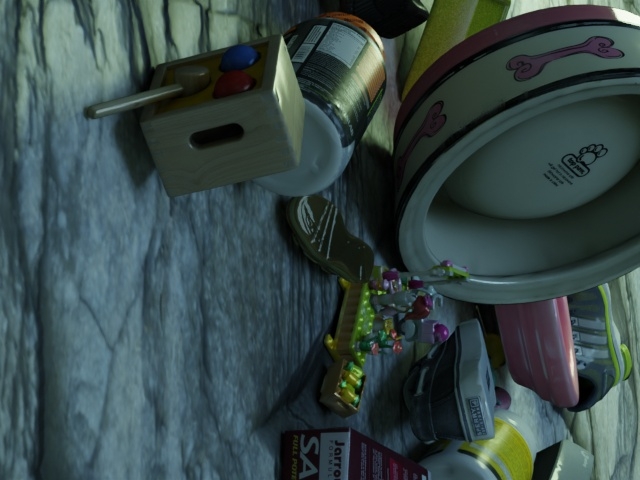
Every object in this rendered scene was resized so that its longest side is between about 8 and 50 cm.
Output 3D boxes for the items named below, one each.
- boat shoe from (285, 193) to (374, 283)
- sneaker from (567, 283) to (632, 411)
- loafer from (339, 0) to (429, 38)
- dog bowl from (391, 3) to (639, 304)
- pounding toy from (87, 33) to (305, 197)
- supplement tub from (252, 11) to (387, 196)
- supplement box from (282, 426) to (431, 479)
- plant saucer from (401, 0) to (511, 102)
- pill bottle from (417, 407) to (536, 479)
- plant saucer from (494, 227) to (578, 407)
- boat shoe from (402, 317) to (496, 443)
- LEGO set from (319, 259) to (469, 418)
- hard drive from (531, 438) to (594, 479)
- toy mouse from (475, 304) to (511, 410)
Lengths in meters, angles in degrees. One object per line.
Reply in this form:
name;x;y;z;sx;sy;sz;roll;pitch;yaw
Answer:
boat shoe;0.001;-0.002;1.570;0.153;0.048;0.056;39;62;-52
sneaker;0.381;0.136;2.375;0.121;0.111;0.300;-50;124;-33
loafer;0.057;-0.279;1.732;0.078;0.080;0.220;64;10;11
dog bowl;0.263;-0.101;1.793;0.408;0.408;0.150;52;18;-53
pounding toy;-0.096;-0.105;1.259;0.130;0.141;0.100;-86;161;-59
supplement tub;-0.006;-0.134;1.472;0.190;0.117;0.117;-62;141;-54
supplement box;0.039;0.271;1.553;0.239;0.073;0.130;40;48;-61
plant saucer;0.177;-0.247;1.938;0.188;0.045;0.188;-4;114;-68
pill bottle;0.181;0.273;1.836;0.208;0.119;0.119;-31;114;-65
plant saucer;0.280;0.063;2.109;0.332;0.084;0.332;-10;90;-79
boat shoe;0.145;0.167;1.805;0.301;0.102;0.108;-66;144;-76
LEGO set;0.087;0.082;1.665;0.287;0.107;0.132;-36;118;-65
hard drive;0.235;0.338;1.906;0.054;0.172;0.254;54;29;-8
toy mouse;0.226;0.191;2.080;0.143;0.031;0.161;-69;146;-47
